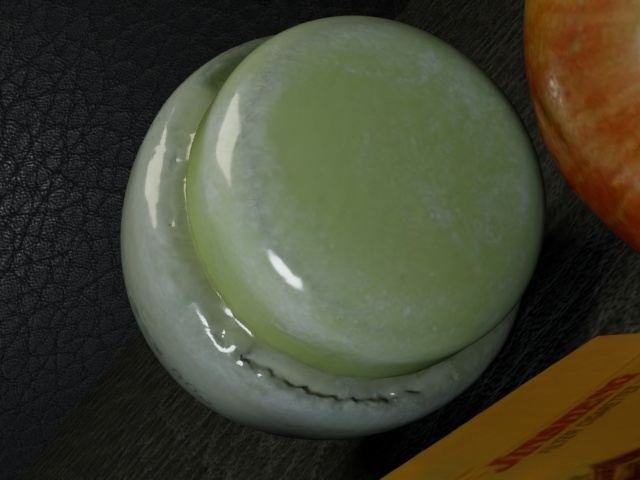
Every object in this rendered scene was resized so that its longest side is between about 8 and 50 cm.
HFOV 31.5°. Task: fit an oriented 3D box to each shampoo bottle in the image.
[{"bbox_3d":[0.000,0.000,0.906,0.322,0.322,0.317,-58,7,-31],"label":"shampoo bottle"}]

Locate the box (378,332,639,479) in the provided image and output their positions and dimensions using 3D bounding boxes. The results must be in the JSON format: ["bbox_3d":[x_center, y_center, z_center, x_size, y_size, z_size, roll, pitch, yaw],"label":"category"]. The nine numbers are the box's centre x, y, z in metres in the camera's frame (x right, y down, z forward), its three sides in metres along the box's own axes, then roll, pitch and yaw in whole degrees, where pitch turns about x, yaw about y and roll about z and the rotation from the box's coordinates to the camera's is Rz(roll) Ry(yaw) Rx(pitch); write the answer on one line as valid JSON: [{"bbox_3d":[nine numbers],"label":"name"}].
[{"bbox_3d":[0.151,0.083,0.329,0.174,0.076,0.274,-23,7,-38],"label":"box"}]

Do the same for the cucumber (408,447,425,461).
[{"bbox_3d":[0.000,0.268,0.725,0.294,0.067,0.067,-53,13,-10],"label":"cucumber"}]

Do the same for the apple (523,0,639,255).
[{"bbox_3d":[0.241,-0.100,0.498,0.301,0.301,0.301,-47,13,14],"label":"apple"}]
